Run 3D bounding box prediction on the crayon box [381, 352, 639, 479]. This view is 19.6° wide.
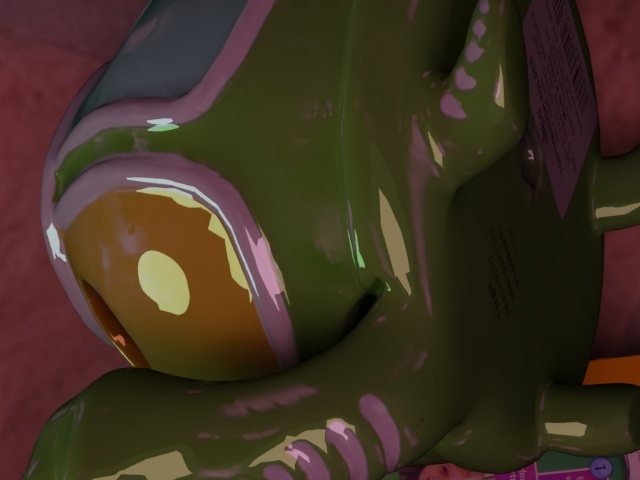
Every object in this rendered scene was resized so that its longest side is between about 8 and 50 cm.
[{"bbox_3d":[0.108,0.193,0.821,0.165,0.081,0.278,-7,63,6],"label":"crayon box"}]

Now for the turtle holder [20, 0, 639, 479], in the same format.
[{"bbox_3d":[0.008,0.003,0.765,0.227,0.243,0.320,-5,63,24],"label":"turtle holder"}]
